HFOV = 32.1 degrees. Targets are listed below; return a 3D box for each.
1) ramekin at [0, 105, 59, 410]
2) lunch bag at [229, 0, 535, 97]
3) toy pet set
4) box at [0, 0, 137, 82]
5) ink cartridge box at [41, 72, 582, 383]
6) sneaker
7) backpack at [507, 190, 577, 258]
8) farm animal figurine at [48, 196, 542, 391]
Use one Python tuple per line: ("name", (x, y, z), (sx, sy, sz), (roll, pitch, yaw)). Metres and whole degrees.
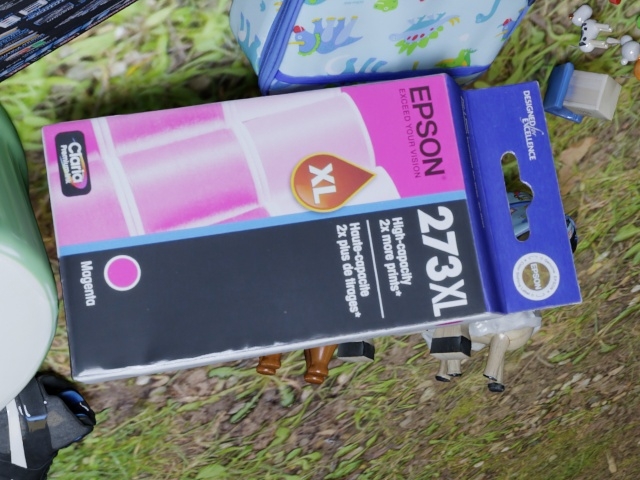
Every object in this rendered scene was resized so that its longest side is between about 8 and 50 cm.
("ramekin", (-0.322, 0.032, 0.728), (0.303, 0.148, 0.303), (-22, 147, -15))
("lunch bag", (0.053, -0.180, 0.811), (0.219, 0.090, 0.176), (-7, 147, -32))
("toy pet set", (0.256, -0.169, 1.046), (0.122, 0.065, 0.114), (18, 89, -54))
("box", (-0.102, -0.167, 0.559), (0.295, 0.073, 0.293), (-30, -169, 0))
("ink cartridge box", (0.001, -0.015, 0.783), (0.371, 0.176, 0.069), (-8, 172, -10))
("sneaker", (-0.270, 0.207, 1.075), (0.121, 0.079, 0.217), (-21, 145, -14))
("backpack", (0.172, 0.012, 1.145), (0.173, 0.117, 0.158), (-32, 148, 1))
("farm animal figurine", (0.000, 0.000, 0.922), (0.327, 0.172, 0.330), (1, 159, 23))
